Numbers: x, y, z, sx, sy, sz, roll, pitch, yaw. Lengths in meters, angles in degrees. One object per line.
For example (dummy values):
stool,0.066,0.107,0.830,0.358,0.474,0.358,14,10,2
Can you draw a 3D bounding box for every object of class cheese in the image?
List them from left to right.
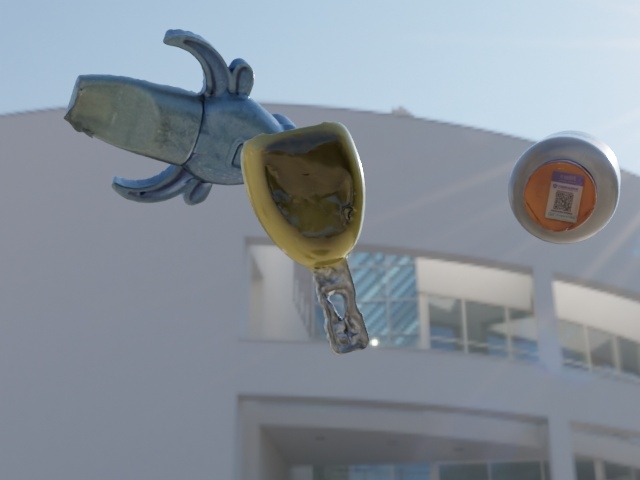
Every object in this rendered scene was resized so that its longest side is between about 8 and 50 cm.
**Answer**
cheese,0.000,0.000,0.692,0.086,0.163,0.036,-12,-6,-19

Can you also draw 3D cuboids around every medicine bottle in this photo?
medicine bottle,0.364,-0.080,1.462,0.157,0.157,0.288,-9,6,18

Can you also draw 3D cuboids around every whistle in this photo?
whistle,-0.121,-0.109,0.986,0.269,0.093,0.180,15,-66,-26
